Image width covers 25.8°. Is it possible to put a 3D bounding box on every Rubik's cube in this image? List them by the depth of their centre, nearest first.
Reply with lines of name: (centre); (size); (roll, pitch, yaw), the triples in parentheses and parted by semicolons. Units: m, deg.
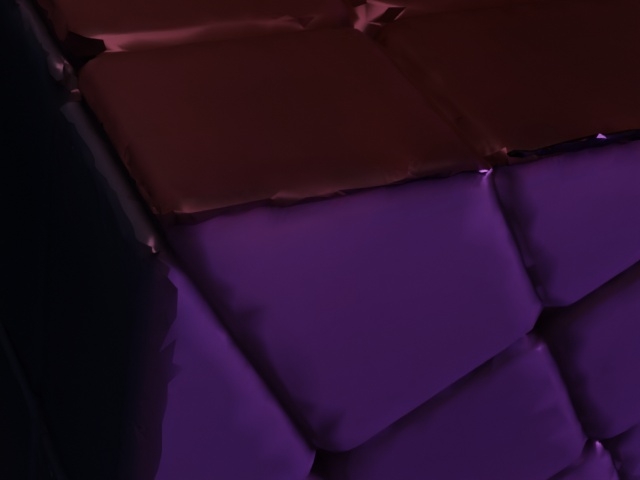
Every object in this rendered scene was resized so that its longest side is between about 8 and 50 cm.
Rubik's cube: (0.000, 0.000, 0.481); (0.221, 0.231, 0.224); (-10, 42, -26)
